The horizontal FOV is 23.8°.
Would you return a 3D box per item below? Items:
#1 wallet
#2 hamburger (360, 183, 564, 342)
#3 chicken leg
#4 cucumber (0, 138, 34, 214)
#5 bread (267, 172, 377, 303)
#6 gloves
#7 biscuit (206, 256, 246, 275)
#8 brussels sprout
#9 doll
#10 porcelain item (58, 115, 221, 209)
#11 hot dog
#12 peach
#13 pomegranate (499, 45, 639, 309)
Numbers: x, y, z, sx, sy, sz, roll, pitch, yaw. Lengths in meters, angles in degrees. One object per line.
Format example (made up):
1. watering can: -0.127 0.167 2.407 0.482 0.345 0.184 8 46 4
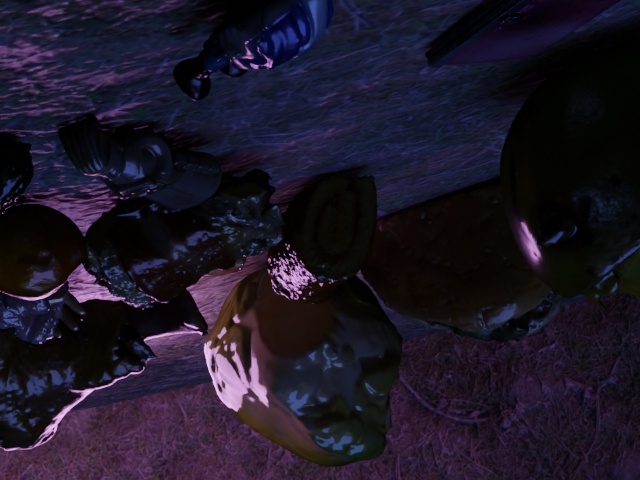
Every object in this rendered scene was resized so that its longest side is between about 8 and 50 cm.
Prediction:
1. wallet: 0.191 -0.195 1.241 0.119 0.025 0.232 -10 170 -28
2. hamburger: 0.218 0.041 2.043 0.330 0.209 0.162 -21 169 20
3. chicken leg: -0.339 0.134 1.881 0.409 0.182 0.295 -17 151 26
4. cucumber: -0.328 -0.024 1.298 0.245 0.067 0.067 -19 169 33
5. bread: 0.000 0.000 1.753 0.103 0.132 0.172 12 166 -11
6. gloves: -0.341 0.063 1.680 0.144 0.094 0.110 22 123 -37
7. biscuit: -0.152 0.015 1.821 0.154 0.045 0.299 -14 171 -10
8. brussels sprout: -0.008 0.162 2.138 0.268 0.344 0.344 -49 178 -14
9. doll: -0.038 -0.151 1.043 0.096 0.070 0.195 -44 -170 -32
10. porcelain item: -0.161 -0.067 1.345 0.084 0.054 0.213 -20 168 17
11. hot dog: -0.144 -0.014 1.546 0.213 0.103 0.146 -24 149 -2
12. peach: -0.284 0.008 1.470 0.100 0.101 0.101 -14 170 -3
13. pomegranate: 0.315 -0.078 1.519 0.260 0.260 0.341 -23 -164 37
